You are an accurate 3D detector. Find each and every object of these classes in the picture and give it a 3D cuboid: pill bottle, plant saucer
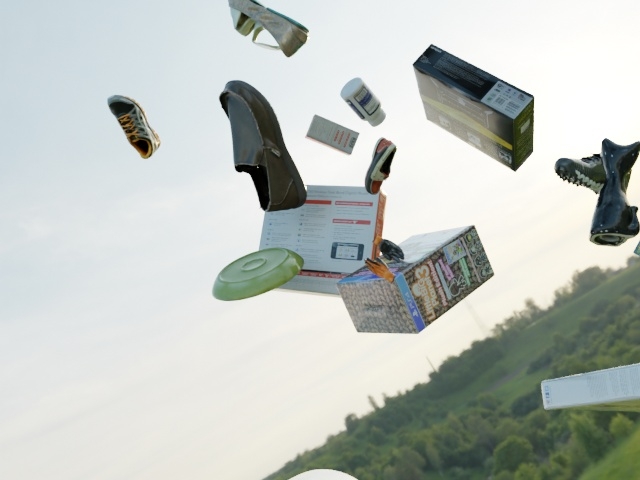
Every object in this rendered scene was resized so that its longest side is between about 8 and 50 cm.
[{"bbox_3d":[0.153,-0.473,2.141,0.094,0.094,0.169,-36,-55,17],"label":"pill bottle"},{"bbox_3d":[-0.160,0.073,1.526,0.241,0.037,0.241,-16,19,6],"label":"plant saucer"}]

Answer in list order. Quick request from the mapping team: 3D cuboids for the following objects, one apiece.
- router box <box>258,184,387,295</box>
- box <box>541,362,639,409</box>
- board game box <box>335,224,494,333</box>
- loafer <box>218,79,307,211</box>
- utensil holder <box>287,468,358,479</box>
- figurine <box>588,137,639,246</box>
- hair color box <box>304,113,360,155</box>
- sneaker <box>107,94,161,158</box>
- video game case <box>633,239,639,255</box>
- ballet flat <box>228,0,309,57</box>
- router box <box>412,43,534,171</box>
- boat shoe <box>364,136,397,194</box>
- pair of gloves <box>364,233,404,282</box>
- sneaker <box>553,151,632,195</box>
[{"bbox_3d":[0.000,0.000,1.710,0.336,0.301,0.082,4,-11,22],"label":"router box"},{"bbox_3d":[0.562,0.241,1.019,0.232,0.058,0.322,7,-20,-19],"label":"box"},{"bbox_3d":[0.229,0.095,1.506,0.291,0.141,0.232,-30,10,-31],"label":"board game box"},{"bbox_3d":[-0.163,-0.232,1.571,0.130,0.366,0.134,-31,5,-32],"label":"loafer"},{"bbox_3d":[-0.047,0.632,1.177,0.328,0.327,0.385,-34,-16,11],"label":"utensil holder"},{"bbox_3d":[0.625,-0.092,1.156,0.215,0.209,0.092,7,-15,19],"label":"figurine"},{"bbox_3d":[0.034,-0.302,1.780,0.043,0.141,0.072,-168,100,-81],"label":"hair color box"},{"bbox_3d":[-0.541,-0.329,1.800,0.084,0.083,0.215,-18,-49,21],"label":"sneaker"},{"bbox_3d":[0.760,0.018,1.294,0.015,0.166,0.119,-41,-31,-38],"label":"video game case"},{"bbox_3d":[-0.167,-0.577,1.632,0.106,0.316,0.107,-57,-28,13],"label":"ballet flat"},{"bbox_3d":[0.388,-0.332,1.564,0.081,0.309,0.243,-48,-28,-7],"label":"router box"},{"bbox_3d":[0.129,-0.152,1.315,0.049,0.043,0.137,-24,-41,-40],"label":"boat shoe"},{"bbox_3d":[0.125,0.036,1.221,0.010,0.074,0.083,-27,-35,-54],"label":"pair of gloves"},{"bbox_3d":[0.610,-0.162,1.376,0.234,0.078,0.106,16,-83,-30],"label":"sneaker"}]
